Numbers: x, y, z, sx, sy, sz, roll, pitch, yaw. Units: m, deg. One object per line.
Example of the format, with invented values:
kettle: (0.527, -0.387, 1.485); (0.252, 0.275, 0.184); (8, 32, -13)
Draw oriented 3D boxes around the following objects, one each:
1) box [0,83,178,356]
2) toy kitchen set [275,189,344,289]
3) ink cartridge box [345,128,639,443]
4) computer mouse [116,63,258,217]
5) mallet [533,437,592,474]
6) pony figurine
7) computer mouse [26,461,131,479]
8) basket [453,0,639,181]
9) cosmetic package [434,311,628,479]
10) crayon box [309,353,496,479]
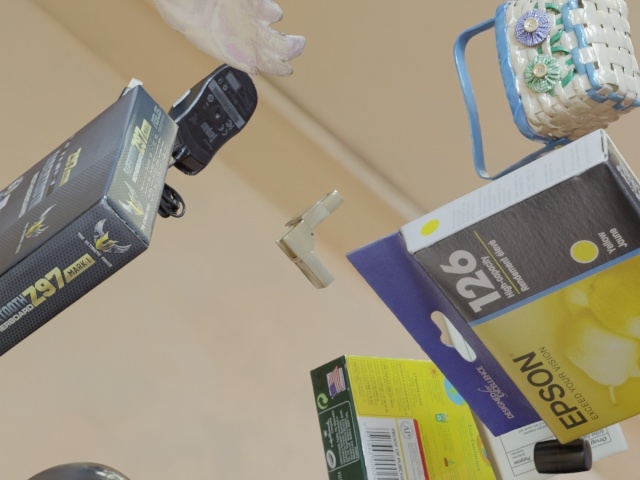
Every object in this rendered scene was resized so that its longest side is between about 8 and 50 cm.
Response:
box: (-0.211, -0.016, 1.365); (0.183, 0.059, 0.233); (-34, 22, 18)
toy kitchen set: (0.000, 0.000, 1.860); (0.083, 0.075, 0.068); (-43, 8, -17)
ink cartridge box: (0.230, 0.072, 1.701); (0.307, 0.304, 0.072); (-28, 29, 24)
computer mouse: (-0.209, -0.176, 2.366); (0.060, 0.184, 0.262); (-1, 48, 50)
mallet: (0.294, 0.192, 1.883); (0.190, 0.062, 0.039); (-58, -43, -44)
pony figurine: (-0.154, -0.342, 1.560); (0.363, 0.351, 0.303); (-55, -34, -23)
computer mouse: (-0.285, 0.293, 1.650); (0.188, 0.072, 0.272); (-4, 24, 37)
basket: (0.330, -0.252, 2.525); (0.201, 0.255, 0.289); (7, -26, -41)
cosmetic package: (0.242, 0.136, 2.036); (0.160, 0.310, 0.113); (-19, -5, -2)
crayon box: (0.140, 0.271, 2.300); (0.318, 0.202, 0.081); (8, -27, -41)
